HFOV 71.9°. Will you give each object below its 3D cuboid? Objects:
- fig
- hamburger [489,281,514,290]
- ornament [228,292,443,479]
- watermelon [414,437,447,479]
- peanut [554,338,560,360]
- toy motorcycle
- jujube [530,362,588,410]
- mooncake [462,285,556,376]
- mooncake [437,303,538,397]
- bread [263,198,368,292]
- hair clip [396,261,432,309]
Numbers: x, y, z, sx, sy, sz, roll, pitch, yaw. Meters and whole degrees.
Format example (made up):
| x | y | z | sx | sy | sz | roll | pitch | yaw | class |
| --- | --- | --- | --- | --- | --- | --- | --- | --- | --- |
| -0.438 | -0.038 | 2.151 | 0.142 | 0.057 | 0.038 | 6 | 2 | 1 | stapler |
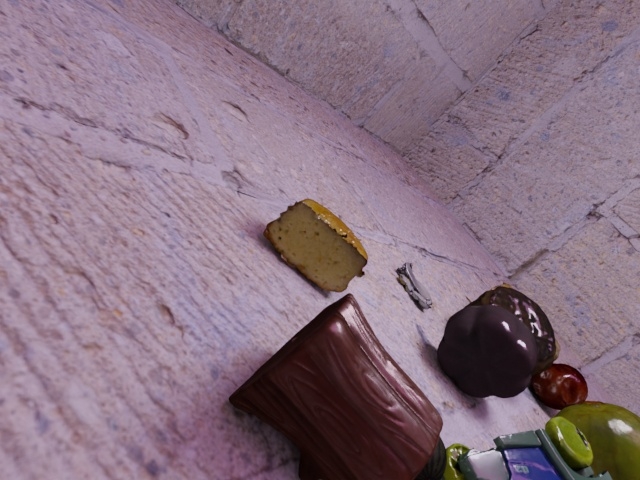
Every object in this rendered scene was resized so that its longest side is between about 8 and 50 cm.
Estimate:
| x | y | z | sx | sy | sz | roll | pitch | yaw | class |
| --- | --- | --- | --- | --- | --- | --- | --- | --- | --- |
| 0.766 | 0.592 | 1.162 | 0.258 | 0.258 | 0.326 | 5 | 63 | -58 | fig |
| 0.707 | 0.286 | 1.703 | 0.209 | 0.162 | 0.330 | 57 | 21 | 21 | hamburger |
| 0.030 | 0.221 | 0.602 | 0.217 | 0.221 | 0.235 | 49 | -23 | 4 | ornament |
| 0.148 | 0.342 | 0.686 | 0.105 | 0.105 | 0.133 | 36 | 5 | -19 | watermelon |
| 0.694 | 0.349 | 1.541 | 0.290 | 0.130 | 0.130 | 17 | 22 | 4 | peanut |
| 0.365 | 0.457 | 0.799 | 0.327 | 0.191 | 0.199 | 9 | 41 | -33 | toy motorcycle |
| 0.820 | 0.499 | 1.538 | 0.168 | 0.168 | 0.236 | 48 | 5 | 10 | jujube |
| 0.577 | 0.286 | 1.358 | 0.291 | 0.161 | 0.290 | 15 | 46 | -17 | mooncake |
| 0.422 | 0.284 | 1.118 | 0.245 | 0.245 | 0.133 | 46 | 30 | 5 | mooncake |
| 0.000 | 0.000 | 0.997 | 0.229 | 0.143 | 0.139 | 43 | 22 | -9 | bread |
| 0.307 | 0.148 | 1.404 | 0.116 | 0.049 | 0.172 | 4 | 47 | -52 | hair clip |
